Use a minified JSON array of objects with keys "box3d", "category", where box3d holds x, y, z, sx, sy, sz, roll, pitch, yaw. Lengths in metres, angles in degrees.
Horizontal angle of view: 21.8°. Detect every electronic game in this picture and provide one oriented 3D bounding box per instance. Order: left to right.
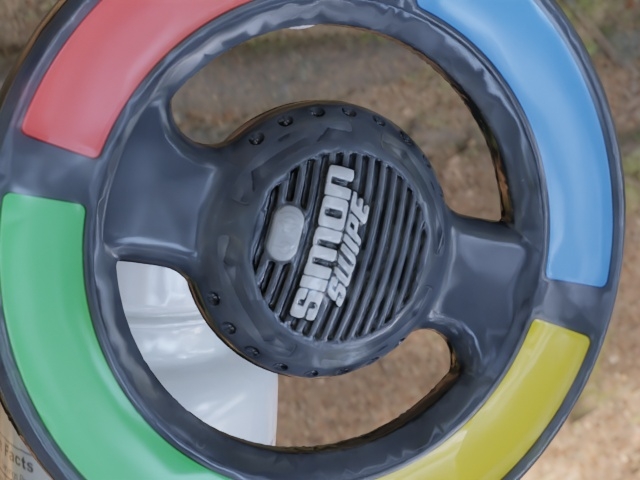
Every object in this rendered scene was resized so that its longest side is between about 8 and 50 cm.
[{"box3d":[0.000,0.000,0.540,0.229,0.048,0.229,-4,99,-23],"category":"electronic game"}]

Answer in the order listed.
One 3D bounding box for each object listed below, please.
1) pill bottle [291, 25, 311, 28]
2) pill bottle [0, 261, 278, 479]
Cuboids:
[{"box3d":[-0.036,-0.175,0.997,0.160,0.087,0.087,6,128,-39],"category":"pill bottle"},{"box3d":[-0.086,0.094,0.777,0.131,0.131,0.229,-3,107,-23],"category":"pill bottle"}]
